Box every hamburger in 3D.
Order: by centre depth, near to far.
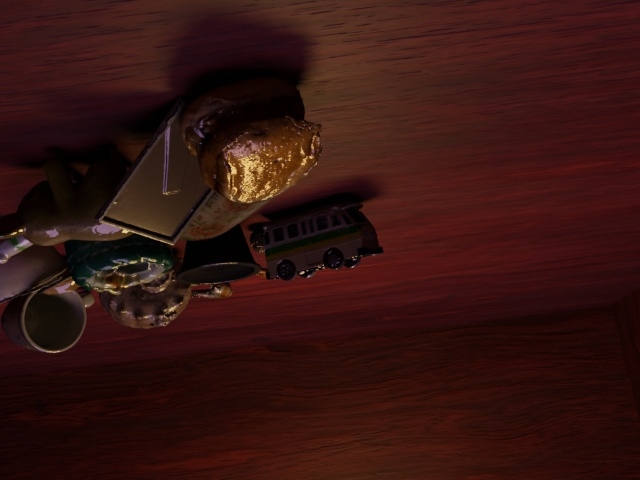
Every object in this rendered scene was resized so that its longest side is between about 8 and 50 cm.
[{"bbox_3d":[-0.125,-0.188,1.220,0.244,0.163,0.244,-21,156,-10],"label":"hamburger"}]

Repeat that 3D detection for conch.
[{"bbox_3d":[-0.557,0.175,2.042,0.296,0.210,0.352,21,125,-7],"label":"conch"}]

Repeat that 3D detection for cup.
[{"bbox_3d":[-0.926,0.244,2.271,0.256,0.228,0.301,-5,-164,41],"label":"cup"}]

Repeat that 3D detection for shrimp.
[{"bbox_3d":[-0.409,0.184,2.458,0.165,0.049,0.161,-2,164,12],"label":"shrimp"}]

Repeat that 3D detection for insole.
[{"bbox_3d":[-0.632,0.072,1.833,0.110,0.012,0.309,-17,-169,44],"label":"insole"}]

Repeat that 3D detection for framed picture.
[{"bbox_3d":[-0.284,-0.126,1.327,0.289,0.016,0.213,-51,147,11],"label":"framed picture"}]

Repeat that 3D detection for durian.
[{"bbox_3d":[-0.167,0.003,1.920,0.080,0.080,0.091,9,137,-38],"label":"durian"}]

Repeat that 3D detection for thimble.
[{"bbox_3d":[-0.509,0.024,1.690,0.254,0.168,0.288,-9,163,-25],"label":"thimble"}]

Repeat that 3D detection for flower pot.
[{"bbox_3d":[-0.286,0.026,1.841,0.235,0.148,0.235,-8,164,-2],"label":"flower pot"}]

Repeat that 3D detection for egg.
[{"bbox_3d":[-0.816,0.065,1.755,0.264,0.174,0.286,-29,-170,-32],"label":"egg"}]

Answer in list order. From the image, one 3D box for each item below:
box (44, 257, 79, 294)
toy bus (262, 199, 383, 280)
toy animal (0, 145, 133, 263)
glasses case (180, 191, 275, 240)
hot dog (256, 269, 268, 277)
[{"bbox_3d":[-0.788,0.112,2.004,0.177,0.111,0.111,-5,162,-4],"label":"box"},{"bbox_3d":[0.000,0.000,1.812,0.305,0.179,0.143,-14,174,25],"label":"toy bus"},{"bbox_3d":[-0.542,-0.072,1.401,0.362,0.181,0.181,-8,163,0],"label":"toy animal"},{"bbox_3d":[-0.227,-0.094,1.580,0.156,0.098,0.425,1,161,-37],"label":"glasses case"},{"bbox_3d":[-0.192,0.113,2.341,0.037,0.021,0.083,-29,152,28],"label":"hot dog"}]
